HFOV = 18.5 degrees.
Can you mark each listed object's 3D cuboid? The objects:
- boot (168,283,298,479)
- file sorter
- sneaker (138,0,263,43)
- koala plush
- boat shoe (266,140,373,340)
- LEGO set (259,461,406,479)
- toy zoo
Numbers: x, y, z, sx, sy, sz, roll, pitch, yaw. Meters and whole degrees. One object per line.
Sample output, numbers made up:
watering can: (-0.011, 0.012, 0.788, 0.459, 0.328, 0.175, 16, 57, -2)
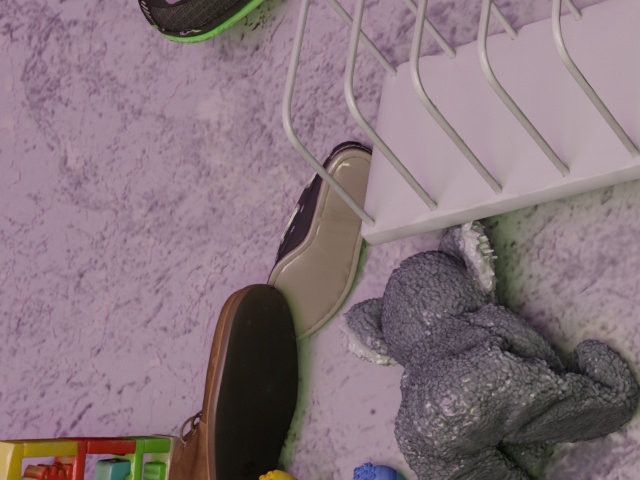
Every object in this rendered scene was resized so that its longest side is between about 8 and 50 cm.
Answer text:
boot: (-0.096, 0.181, 1.847, 0.115, 0.112, 0.305, 19, 108, 43)
file sorter: (0.126, -0.147, 1.661, 0.277, 0.173, 0.193, -15, 48, 31)
sneaker: (-0.079, -0.421, 1.833, 0.185, 0.202, 0.483, 27, 101, 32)
koala plush: (0.121, 0.094, 1.691, 0.196, 0.203, 0.221, -42, 54, 22)
boat shoe: (0.000, 0.000, 1.850, 0.065, 0.075, 0.206, -109, 41, -67)
LEGO set: (-0.005, 0.251, 1.785, 0.227, 0.093, 0.087, -30, 32, 25)
toy zoo: (-0.237, 0.280, 1.829, 0.030, 0.293, 0.192, 4, 88, 32)
